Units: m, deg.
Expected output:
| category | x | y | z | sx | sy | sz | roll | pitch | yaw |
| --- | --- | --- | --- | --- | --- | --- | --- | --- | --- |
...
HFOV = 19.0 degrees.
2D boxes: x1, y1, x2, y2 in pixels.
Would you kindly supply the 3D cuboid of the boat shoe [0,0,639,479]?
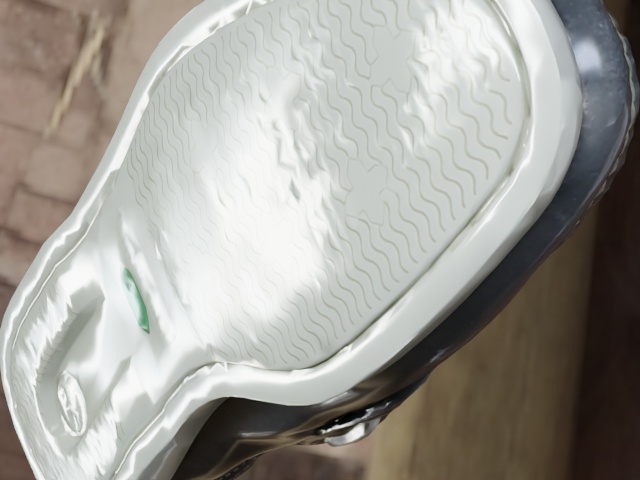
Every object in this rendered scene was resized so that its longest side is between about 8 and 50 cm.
| category | x | y | z | sx | sy | sz | roll | pitch | yaw |
| --- | --- | --- | --- | --- | --- | --- | --- | --- | --- |
| boat shoe | 0.000 | 0.000 | 0.409 | 0.079 | 0.084 | 0.233 | -12 | 164 | -30 |
